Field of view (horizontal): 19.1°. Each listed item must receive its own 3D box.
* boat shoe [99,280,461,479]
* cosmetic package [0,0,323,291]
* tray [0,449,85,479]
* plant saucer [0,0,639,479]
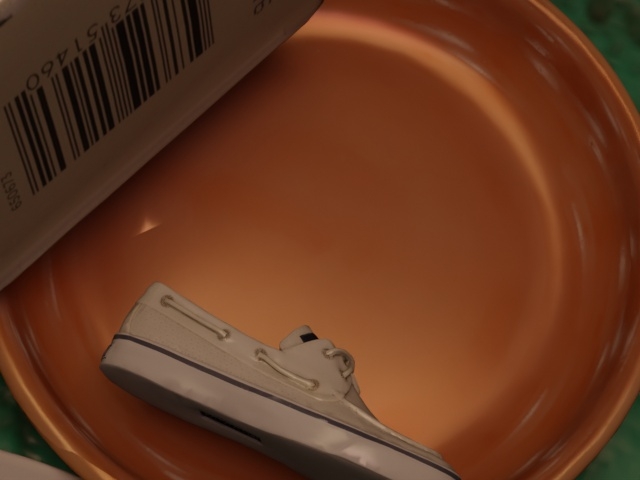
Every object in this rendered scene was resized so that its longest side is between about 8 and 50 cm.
[{"bbox_3d":[-0.006,0.039,0.496,0.100,0.035,0.035,23,70,11],"label":"boat shoe"},{"bbox_3d":[-0.161,-0.137,0.526,0.160,0.113,0.309,-42,68,-18],"label":"cosmetic package"},{"bbox_3d":[-0.194,0.094,0.456,0.270,0.030,0.145,18,64,-20],"label":"tray"},{"bbox_3d":[0.000,0.000,0.550,0.200,0.037,0.200,2,68,-4],"label":"plant saucer"}]
